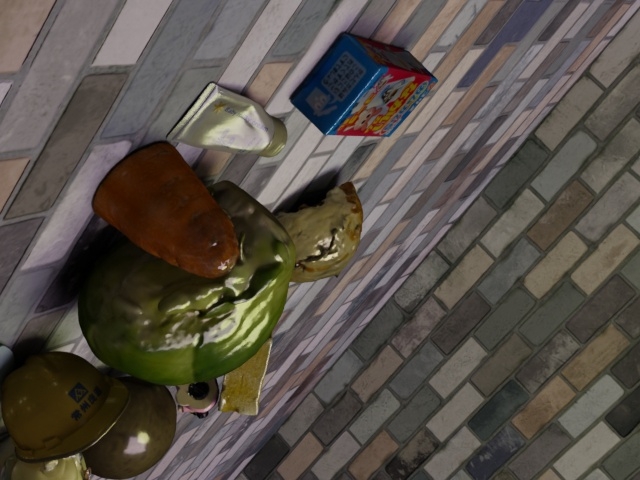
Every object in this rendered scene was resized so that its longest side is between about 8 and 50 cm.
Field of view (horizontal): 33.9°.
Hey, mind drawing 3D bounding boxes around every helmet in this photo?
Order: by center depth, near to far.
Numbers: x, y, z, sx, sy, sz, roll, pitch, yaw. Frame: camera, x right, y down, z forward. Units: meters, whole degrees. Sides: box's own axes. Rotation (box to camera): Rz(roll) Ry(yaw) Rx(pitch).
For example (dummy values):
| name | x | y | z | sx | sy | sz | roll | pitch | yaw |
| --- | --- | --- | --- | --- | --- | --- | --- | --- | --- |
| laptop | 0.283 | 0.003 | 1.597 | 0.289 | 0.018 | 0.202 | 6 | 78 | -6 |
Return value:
| name | x | y | z | sx | sy | sz | roll | pitch | yaw |
| --- | --- | --- | --- | --- | --- | --- | --- | --- | --- |
| helmet | -0.461 | 0.261 | 1.786 | 0.257 | 0.140 | 0.205 | -8 | -147 | 46 |

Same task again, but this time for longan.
| name | x | y | z | sx | sy | sz | roll | pitch | yaw |
| --- | --- | --- | --- | --- | --- | --- | --- | --- | --- |
| longan | -0.409 | 0.382 | 2.181 | 0.246 | 0.215 | 0.246 | -40 | -171 | 7 |

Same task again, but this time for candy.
| name | x | y | z | sx | sy | sz | roll | pitch | yaw |
| --- | --- | --- | --- | --- | --- | --- | --- | --- | --- |
| candy | 0.086 | -0.271 | 1.893 | 0.157 | 0.100 | 0.306 | -50 | 165 | 20 |

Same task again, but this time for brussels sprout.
| name | x | y | z | sx | sy | sz | roll | pitch | yaw |
| --- | --- | --- | --- | --- | --- | --- | --- | --- | --- |
| brussels sprout | -0.217 | 0.080 | 1.754 | 0.371 | 0.276 | 0.315 | -40 | 149 | 1 |

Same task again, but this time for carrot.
| name | x | y | z | sx | sy | sz | roll | pitch | yaw |
| --- | --- | --- | --- | --- | --- | --- | --- | --- | --- |
| carrot | -0.209 | -0.028 | 1.573 | 0.159 | 0.225 | 0.159 | -44 | 162 | -18 |

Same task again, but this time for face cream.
| name | x | y | z | sx | sy | sz | roll | pitch | yaw |
| --- | --- | --- | --- | --- | --- | --- | --- | --- | --- |
| face cream | -0.140 | -0.180 | 1.653 | 0.114 | 0.070 | 0.224 | -48 | 155 | 17 |

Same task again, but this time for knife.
| name | x | y | z | sx | sy | sz | roll | pitch | yaw |
| --- | --- | --- | --- | --- | --- | --- | --- | --- | --- |
| knife | -0.540 | 0.197 | 1.684 | 0.080 | 0.044 | 0.331 | -49 | 172 | -7 |

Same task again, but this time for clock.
| name | x | y | z | sx | sy | sz | roll | pitch | yaw |
| --- | --- | --- | --- | --- | --- | --- | --- | --- | --- |
| clock | -0.281 | 0.292 | 2.301 | 0.100 | 0.194 | 0.195 | -14 | 166 | -10 |

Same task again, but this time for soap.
| name | x | y | z | sx | sy | sz | roll | pitch | yaw |
| --- | --- | --- | --- | --- | --- | --- | --- | --- | --- |
| soap | -0.157 | 0.236 | 2.293 | 0.315 | 0.091 | 0.199 | -96 | -163 | -75 |

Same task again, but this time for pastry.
| name | x | y | z | sx | sy | sz | roll | pitch | yaw |
| --- | --- | --- | --- | --- | --- | --- | --- | --- | --- |
| pastry | 0.003 | 0.000 | 2.282 | 0.237 | 0.170 | 0.256 | -33 | 167 | -24 |

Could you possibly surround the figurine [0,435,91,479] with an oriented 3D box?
| name | x | y | z | sx | sy | sz | roll | pitch | yaw |
| --- | --- | --- | --- | --- | --- | --- | --- | --- | --- |
| figurine | -0.544 | 0.438 | 1.919 | 0.274 | 0.227 | 0.394 | 6 | 167 | -23 |
